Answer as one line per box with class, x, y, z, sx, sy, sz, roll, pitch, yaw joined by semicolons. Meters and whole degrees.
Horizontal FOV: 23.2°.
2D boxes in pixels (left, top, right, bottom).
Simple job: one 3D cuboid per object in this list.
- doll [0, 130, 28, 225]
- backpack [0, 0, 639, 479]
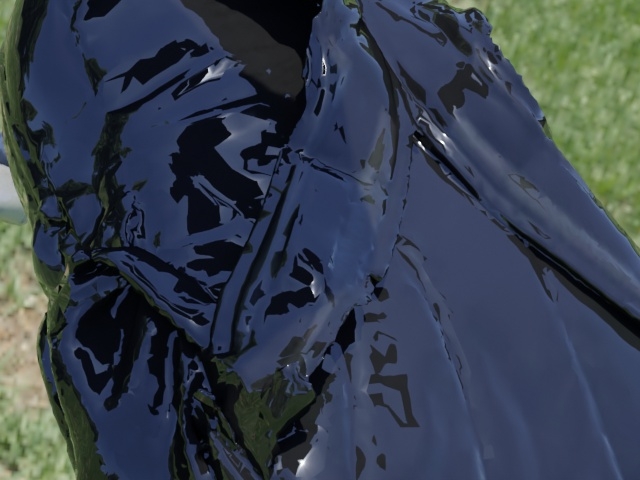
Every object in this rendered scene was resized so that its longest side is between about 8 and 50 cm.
doll;-0.164;-0.150;1.136;0.144;0.271;0.208;27;41;-68
backpack;0.000;0.000;0.805;0.363;0.255;0.446;-6;56;-38
